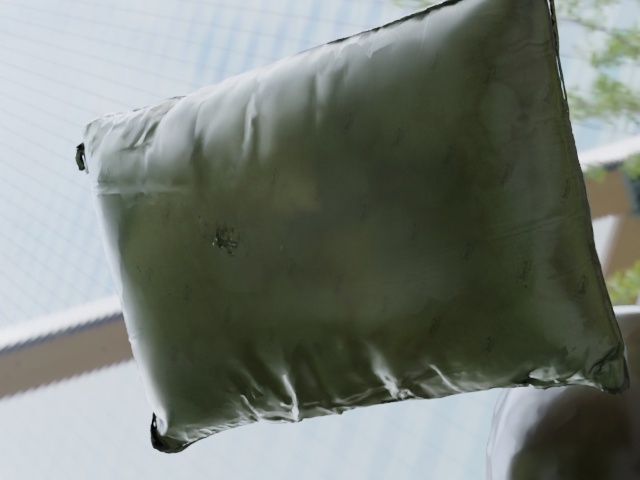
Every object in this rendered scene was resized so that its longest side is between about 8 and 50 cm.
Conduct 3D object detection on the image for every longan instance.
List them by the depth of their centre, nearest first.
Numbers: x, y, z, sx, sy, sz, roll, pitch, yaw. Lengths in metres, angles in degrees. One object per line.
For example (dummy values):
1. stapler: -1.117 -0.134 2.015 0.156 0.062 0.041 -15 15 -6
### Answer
1. longan: 0.163 0.118 0.871 0.167 0.187 0.167 1 -93 -21

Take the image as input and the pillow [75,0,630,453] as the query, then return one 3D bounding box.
1. pillow: 0.000 0.000 0.779 0.075 0.302 0.185 -12 -91 -50
